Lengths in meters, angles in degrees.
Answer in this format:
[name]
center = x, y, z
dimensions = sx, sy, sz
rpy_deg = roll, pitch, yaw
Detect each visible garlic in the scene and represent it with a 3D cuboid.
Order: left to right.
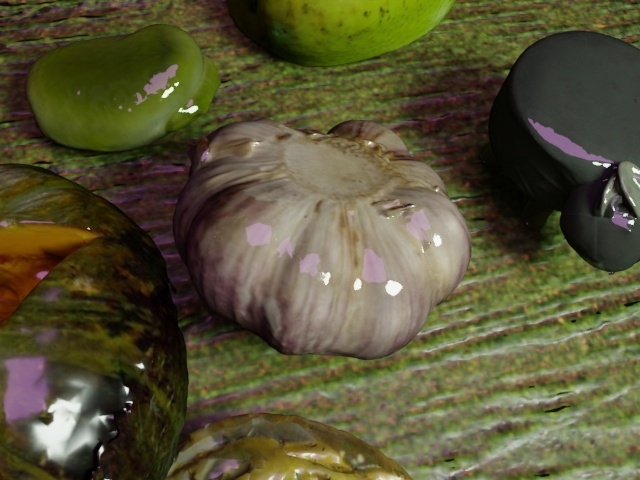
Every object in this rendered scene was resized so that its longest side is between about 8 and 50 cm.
[garlic]
center = 0.000, 0.000, 0.541
dimensions = 0.245, 0.160, 0.244
rpy_deg = 6, 41, -5

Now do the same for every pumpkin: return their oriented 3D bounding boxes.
[pumpkin]
center = -0.239, 0.091, 0.431
dimensions = 0.321, 0.192, 0.320
rpy_deg = 0, 61, 0

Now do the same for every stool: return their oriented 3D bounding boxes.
[stool]
center = 0.226, -0.079, 0.614
dimensions = 0.154, 0.139, 0.227
rpy_deg = 18, 63, 3

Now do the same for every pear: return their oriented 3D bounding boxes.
[pear]
center = 0.009, -0.311, 0.702
dimensions = 0.293, 0.159, 0.292
rpy_deg = 2, 65, -5

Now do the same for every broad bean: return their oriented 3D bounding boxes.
[broad bean]
center = -0.184, -0.142, 0.636
dimensions = 0.175, 0.082, 0.124
rpy_deg = -22, 67, -7

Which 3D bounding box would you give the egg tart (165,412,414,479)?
[egg tart]
center = -0.029, 0.257, 0.421
dimensions = 0.297, 0.132, 0.296
rpy_deg = 3, 68, -8
